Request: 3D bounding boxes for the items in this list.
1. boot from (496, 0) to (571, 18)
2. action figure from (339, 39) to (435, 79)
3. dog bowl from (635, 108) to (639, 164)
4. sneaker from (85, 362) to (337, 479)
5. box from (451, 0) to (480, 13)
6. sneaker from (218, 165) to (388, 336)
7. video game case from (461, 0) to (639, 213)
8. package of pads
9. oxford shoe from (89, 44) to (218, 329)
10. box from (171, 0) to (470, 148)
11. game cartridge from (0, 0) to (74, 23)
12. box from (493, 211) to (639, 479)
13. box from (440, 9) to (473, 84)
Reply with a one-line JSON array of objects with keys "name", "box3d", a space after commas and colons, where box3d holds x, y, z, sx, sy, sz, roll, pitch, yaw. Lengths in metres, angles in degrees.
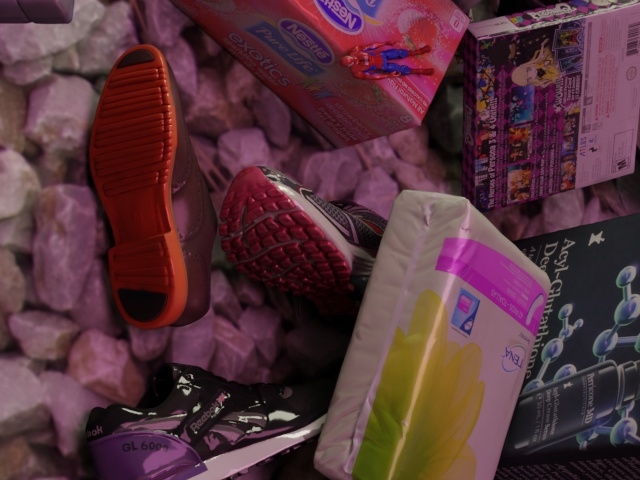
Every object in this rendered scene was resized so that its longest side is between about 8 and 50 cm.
[{"name": "boot", "box3d": [0.250, -0.307, 1.942, 0.131, 0.348, 0.260, 1, 35, -13]}, {"name": "action figure", "box3d": [0.065, -0.178, 1.649, 0.115, 0.030, 0.038, -7, 92, -37]}, {"name": "dog bowl", "box3d": [0.526, -0.244, 2.023, 0.408, 0.150, 0.408, 3, 85, -40]}, {"name": "sneaker", "box3d": [-0.094, 0.161, 1.583, 0.283, 0.107, 0.124, -21, 88, -40]}, {"name": "box", "box3d": [0.097, -0.373, 1.722, 0.262, 0.231, 0.127, 34, 68, -11]}, {"name": "sneaker", "box3d": [0.000, 0.000, 1.680, 0.299, 0.120, 0.112, 39, 48, -50]}, {"name": "video game case", "box3d": [0.259, -0.154, 1.850, 0.210, 0.042, 0.232, -15, 128, -15]}, {"name": "package of pads", "box3d": [0.117, 0.127, 1.655, 0.229, 0.101, 0.297, 37, 68, -55]}, {"name": "oxford shoe", "box3d": [-0.154, -0.050, 1.598, 0.098, 0.096, 0.271, 3, 83, -59]}, {"name": "box", "box3d": [-0.012, -0.249, 1.709, 0.300, 0.142, 0.154, 41, 60, -26]}, {"name": "game cartridge", "box3d": [-0.309, -0.358, 1.452, 0.068, 0.230, 0.355, 51, 42, -69]}, {"name": "box", "box3d": [0.351, 0.146, 1.760, 0.212, 0.395, 0.294, 37, 59, -28]}, {"name": "box", "box3d": [0.119, -0.296, 1.884, 0.087, 0.058, 0.232, -3, 82, -40]}]
